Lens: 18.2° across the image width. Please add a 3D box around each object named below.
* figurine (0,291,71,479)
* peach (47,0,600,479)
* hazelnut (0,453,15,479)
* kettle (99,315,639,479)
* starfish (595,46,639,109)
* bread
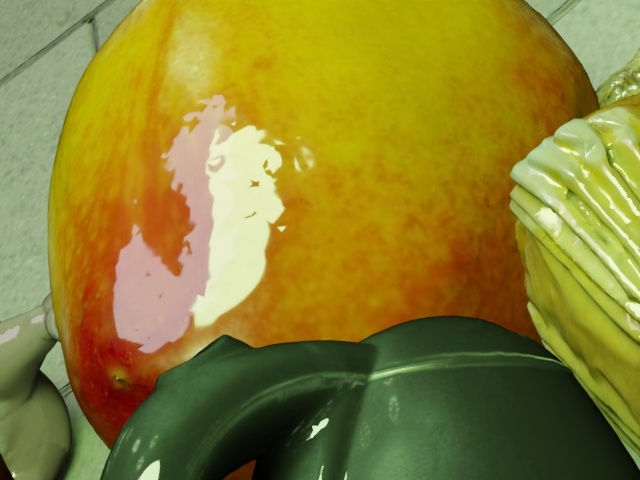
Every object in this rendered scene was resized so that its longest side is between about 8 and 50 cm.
[{"bbox_3d":[-0.260,0.119,1.274,0.287,0.176,0.186,0,45,34],"label":"figurine"},{"bbox_3d":[0.005,0.001,0.996,0.289,0.289,0.308,-38,16,12],"label":"peach"},{"bbox_3d":[-0.308,0.197,1.033,0.352,0.421,0.421,-54,36,-3],"label":"hazelnut"},{"bbox_3d":[0.036,0.166,0.754,0.207,0.268,0.290,-29,62,46],"label":"kettle"},{"bbox_3d":[0.251,-0.211,1.129,0.301,0.084,0.293,-36,35,17],"label":"starfish"},{"bbox_3d":[0.229,-0.012,0.836,0.288,0.152,0.119,-20,45,-9],"label":"bread"}]
